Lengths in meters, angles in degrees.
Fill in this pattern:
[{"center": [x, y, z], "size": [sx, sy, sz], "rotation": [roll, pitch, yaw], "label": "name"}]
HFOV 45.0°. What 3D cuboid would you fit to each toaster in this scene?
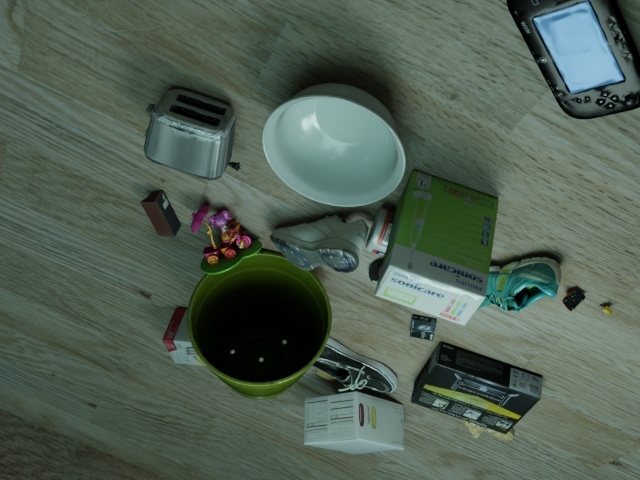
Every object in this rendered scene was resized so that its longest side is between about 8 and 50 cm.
[{"center": [-0.277, -0.233, 1.704], "size": [0.227, 0.129, 0.146], "rotation": [20, 138, 0], "label": "toaster"}]

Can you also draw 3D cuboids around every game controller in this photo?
[{"center": [0.455, -0.342, 1.351], "size": [0.166, 0.067, 0.319], "rotation": [-16, 129, 34], "label": "game controller"}]

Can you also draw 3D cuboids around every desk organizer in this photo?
[{"center": [-0.415, -0.069, 2.007], "size": [0.050, 0.047, 0.130], "rotation": [3, 138, 21], "label": "desk organizer"}]

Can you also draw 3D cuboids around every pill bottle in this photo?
[{"center": [0.212, 0.005, 1.807], "size": [0.194, 0.108, 0.108], "rotation": [21, 140, -3], "label": "pill bottle"}]

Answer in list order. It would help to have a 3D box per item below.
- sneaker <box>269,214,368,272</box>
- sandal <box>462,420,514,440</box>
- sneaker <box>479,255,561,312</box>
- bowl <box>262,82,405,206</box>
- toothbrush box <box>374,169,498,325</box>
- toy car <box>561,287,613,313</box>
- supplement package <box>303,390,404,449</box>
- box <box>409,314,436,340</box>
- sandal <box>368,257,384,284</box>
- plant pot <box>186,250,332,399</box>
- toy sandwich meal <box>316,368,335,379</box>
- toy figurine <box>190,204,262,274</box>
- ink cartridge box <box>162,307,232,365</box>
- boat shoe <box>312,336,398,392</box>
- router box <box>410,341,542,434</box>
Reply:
[{"center": [0.000, 0.000, 1.886], "size": [0.297, 0.129, 0.111], "rotation": [8, 145, 41], "label": "sneaker"}, {"center": [0.497, 0.576, 2.376], "size": [0.240, 0.079, 0.088], "rotation": [31, 138, -15], "label": "sandal"}, {"center": [0.442, 0.120, 1.844], "size": [0.275, 0.110, 0.107], "rotation": [-23, 133, 40], "label": "sneaker"}, {"center": [0.039, -0.219, 1.595], "size": [0.298, 0.134, 0.297], "rotation": [11, 140, 9], "label": "bowl"}, {"center": [0.254, 0.011, 1.663], "size": [0.206, 0.283, 0.122], "rotation": [18, 140, -2], "label": "toothbrush box"}, {"center": [0.639, 0.163, 1.872], "size": [0.122, 0.060, 0.040], "rotation": [32, 171, -6], "label": "toy car"}, {"center": [0.108, 0.572, 2.402], "size": [0.204, 0.145, 0.262], "rotation": [-16, 152, 35], "label": "supplement package"}, {"center": [0.281, 0.239, 2.119], "size": [0.067, 0.018, 0.083], "rotation": [11, 140, 9], "label": "box"}, {"center": [0.182, 0.070, 1.945], "size": [0.067, 0.040, 0.179], "rotation": [35, 137, -20], "label": "sandal"}, {"center": [-0.165, 0.273, 2.103], "size": [0.367, 0.366, 0.353], "rotation": [15, 151, 4], "label": "plant pot"}, {"center": [0.025, 0.401, 2.395], "size": [0.086, 0.029, 0.085], "rotation": [11, 129, 13], "label": "toy sandwich meal"}, {"center": [-0.257, -0.020, 1.969], "size": [0.173, 0.130, 0.159], "rotation": [-18, 122, 7], "label": "toy figurine"}, {"center": [-0.360, 0.295, 2.339], "size": [0.176, 0.127, 0.128], "rotation": [2, 137, 17], "label": "ink cartridge box"}, {"center": [0.093, 0.394, 2.300], "size": [0.306, 0.105, 0.113], "rotation": [34, 138, -18], "label": "boat shoe"}, {"center": [0.445, 0.430, 2.228], "size": [0.309, 0.081, 0.243], "rotation": [19, 140, -1], "label": "router box"}]
